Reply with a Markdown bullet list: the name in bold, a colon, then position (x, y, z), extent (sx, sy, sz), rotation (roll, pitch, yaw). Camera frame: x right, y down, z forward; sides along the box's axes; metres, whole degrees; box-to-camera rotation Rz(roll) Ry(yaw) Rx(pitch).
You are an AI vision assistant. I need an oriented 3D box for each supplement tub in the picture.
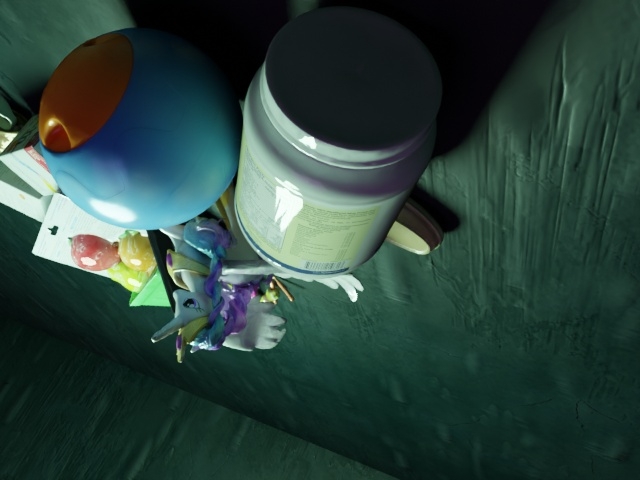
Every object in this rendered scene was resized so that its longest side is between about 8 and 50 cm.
- **supplement tub**: position (0.012, -0.111, 0.875), extent (0.235, 0.235, 0.325), rotation (27, 153, 3)

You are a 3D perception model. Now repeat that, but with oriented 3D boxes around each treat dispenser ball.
- **treat dispenser ball**: position (-0.255, -0.159, 0.982), extent (0.288, 0.288, 0.288), rotation (22, 152, 12)

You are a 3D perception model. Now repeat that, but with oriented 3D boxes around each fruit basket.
- **fruit basket**: position (-0.445, 0.015, 1.524), extent (0.353, 0.165, 0.327), rotation (25, 147, -18)

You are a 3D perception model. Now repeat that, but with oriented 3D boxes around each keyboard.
- **keyboard**: position (-0.266, -0.005, 1.302), extent (0.033, 0.317, 0.201), rotation (-24, 169, 27)

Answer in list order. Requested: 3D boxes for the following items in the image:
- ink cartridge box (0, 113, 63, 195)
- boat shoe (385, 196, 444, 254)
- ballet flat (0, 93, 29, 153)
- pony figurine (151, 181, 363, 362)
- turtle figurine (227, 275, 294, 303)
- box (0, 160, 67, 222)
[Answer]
- **ink cartridge box**: position (-0.541, -0.182, 1.379), extent (0.176, 0.128, 0.127), rotation (-3, 139, 45)
- **boat shoe**: position (0.054, -0.047, 1.098), extent (0.302, 0.098, 0.109), rotation (29, 153, -2)
- **ballet flat**: position (-0.748, -0.306, 1.398), extent (0.342, 0.116, 0.124), rotation (39, 131, -21)
- **pony figurine**: position (-0.154, 0.047, 1.176), extent (0.351, 0.363, 0.303), rotation (9, 140, -40)
- **turtle figurine**: position (-0.188, 0.131, 1.642), extent (0.270, 0.087, 0.217), rotation (22, 152, 11)
- **box**: position (-0.679, -0.132, 1.544), extent (0.171, 0.091, 0.130), rotation (26, 152, 1)
